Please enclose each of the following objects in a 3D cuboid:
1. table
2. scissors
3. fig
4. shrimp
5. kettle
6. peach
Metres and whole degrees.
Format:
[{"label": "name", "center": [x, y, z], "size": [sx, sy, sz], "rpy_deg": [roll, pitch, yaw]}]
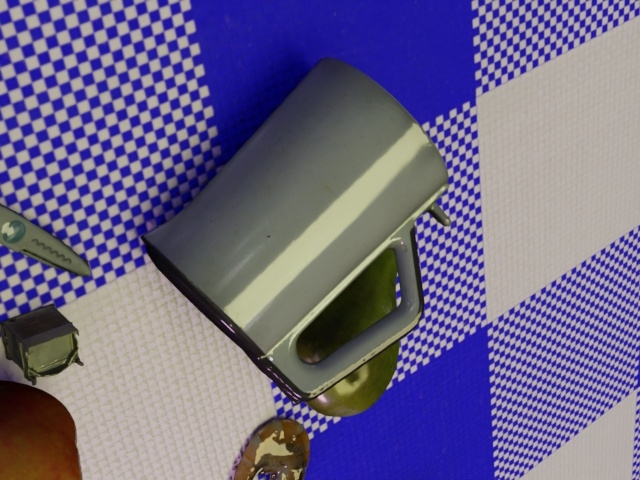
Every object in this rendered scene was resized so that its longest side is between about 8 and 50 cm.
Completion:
[{"label": "table", "center": [-0.364, 0.137, 1.320], "size": [0.079, 0.083, 0.062], "rpy_deg": [-21, 124, -33]}, {"label": "scissors", "center": [-0.393, -0.021, 1.241], "size": [0.289, 0.041, 0.138], "rpy_deg": [38, 78, -44]}, {"label": "fig", "center": [0.053, 0.138, 1.587], "size": [0.314, 0.233, 0.233], "rpy_deg": [-31, 130, -32]}, {"label": "shrimp", "center": [-0.089, 0.426, 1.731], "size": [0.145, 0.059, 0.254], "rpy_deg": [3, 110, -39]}, {"label": "kettle", "center": [0.000, 0.000, 1.408], "size": [0.361, 0.250, 0.377], "rpy_deg": [46, 81, -7]}, {"label": "peach", "center": [-0.436, 0.302, 1.257], "size": [0.274, 0.248, 0.245], "rpy_deg": [-10, 85, -20]}]
